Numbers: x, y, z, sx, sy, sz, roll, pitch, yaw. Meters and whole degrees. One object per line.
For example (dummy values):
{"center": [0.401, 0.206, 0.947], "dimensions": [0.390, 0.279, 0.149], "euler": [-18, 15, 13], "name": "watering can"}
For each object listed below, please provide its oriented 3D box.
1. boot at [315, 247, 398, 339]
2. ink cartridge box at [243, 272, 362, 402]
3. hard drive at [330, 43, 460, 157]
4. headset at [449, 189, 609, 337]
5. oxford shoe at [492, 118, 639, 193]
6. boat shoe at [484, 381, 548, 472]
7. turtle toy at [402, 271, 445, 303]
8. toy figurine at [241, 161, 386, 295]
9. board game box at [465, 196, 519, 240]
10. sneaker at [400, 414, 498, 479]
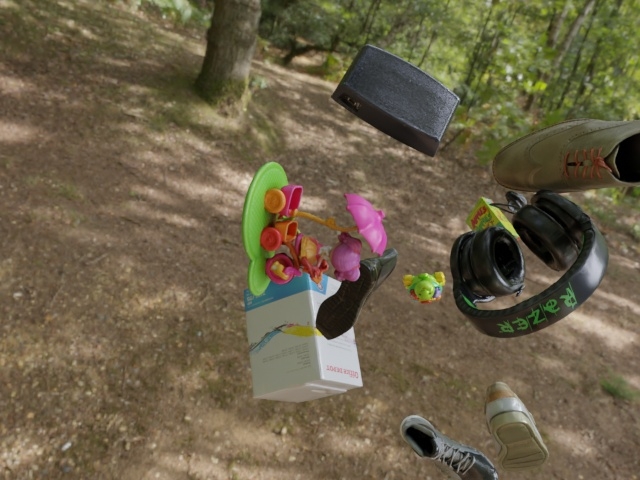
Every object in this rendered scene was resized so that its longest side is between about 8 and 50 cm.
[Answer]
{"center": [0.080, 0.106, 1.138], "dimensions": [0.077, 0.198, 0.137], "euler": [45, 34, 14], "name": "boot"}
{"center": [-0.044, 0.239, 1.401], "dimensions": [0.198, 0.197, 0.270], "euler": [30, 45, -54], "name": "ink cartridge box"}
{"center": [0.169, -0.306, 1.225], "dimensions": [0.254, 0.172, 0.054], "euler": [30, -24, -3], "name": "hard drive"}
{"center": [0.359, 0.029, 0.984], "dimensions": [0.185, 0.243, 0.394], "euler": [48, 29, -18], "name": "headset"}
{"center": [0.435, -0.138, 0.914], "dimensions": [0.348, 0.123, 0.130], "euler": [-7, 8, 36], "name": "oxford shoe"}
{"center": [0.423, 0.412, 1.249], "dimensions": [0.113, 0.302, 0.103], "euler": [-15, 45, 11], "name": "boat shoe"}
{"center": [0.237, 0.109, 1.301], "dimensions": [0.095, 0.066, 0.130], "euler": [-6, -15, 12], "name": "turtle toy"}
{"center": [0.000, 0.000, 0.703], "dimensions": [0.159, 0.173, 0.130], "euler": [11, 10, 18], "name": "toy figurine"}
{"center": [0.491, -0.035, 1.640], "dimensions": [0.043, 0.092, 0.181], "euler": [12, 33, -24], "name": "board game box"}
{"center": [0.262, 0.453, 1.196], "dimensions": [0.228, 0.086, 0.132], "euler": [28, -6, 18], "name": "sneaker"}
